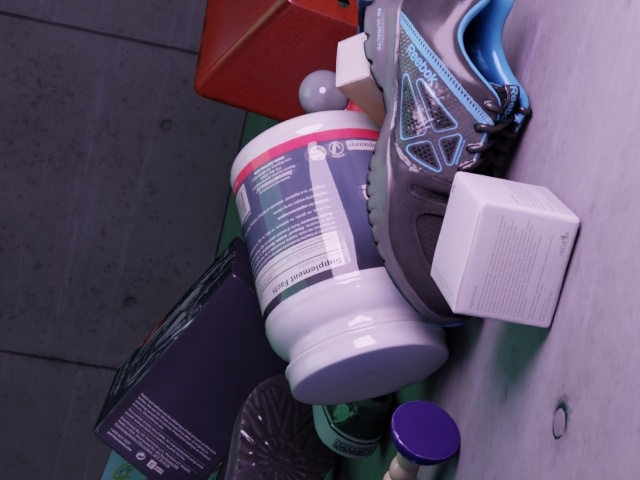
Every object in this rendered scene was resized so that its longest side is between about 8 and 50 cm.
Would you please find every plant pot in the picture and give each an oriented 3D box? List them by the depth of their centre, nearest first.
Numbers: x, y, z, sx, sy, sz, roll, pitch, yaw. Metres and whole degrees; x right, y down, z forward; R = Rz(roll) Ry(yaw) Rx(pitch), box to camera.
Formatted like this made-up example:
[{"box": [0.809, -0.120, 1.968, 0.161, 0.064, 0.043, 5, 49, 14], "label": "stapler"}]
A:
[{"box": [-0.012, -0.347, 1.948, 0.236, 0.267, 0.267, 139, 142, -56], "label": "plant pot"}]

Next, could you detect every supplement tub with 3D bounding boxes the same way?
[{"box": [0.020, 0.018, 1.369, 0.191, 0.191, 0.272, 118, 141, -60], "label": "supplement tub"}]

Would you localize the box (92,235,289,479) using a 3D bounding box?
[{"box": [-0.167, 0.186, 1.982, 0.312, 0.179, 0.343, -48, 9, 4], "label": "box"}]

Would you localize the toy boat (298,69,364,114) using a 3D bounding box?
[{"box": [0.008, -0.079, 1.675, 0.267, 0.148, 0.318, -30, 33, 40], "label": "toy boat"}]

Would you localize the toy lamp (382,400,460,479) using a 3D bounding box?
[{"box": [0.067, 0.275, 1.334, 0.080, 0.080, 0.274, -90, 17, -45], "label": "toy lamp"}]

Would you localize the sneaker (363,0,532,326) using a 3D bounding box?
[{"box": [0.125, -0.088, 1.223, 0.140, 0.125, 0.341, -7, 89, 38], "label": "sneaker"}]

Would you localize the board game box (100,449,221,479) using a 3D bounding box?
[{"box": [-0.231, 0.407, 2.137, 0.086, 0.308, 0.302, 60, -163, -20], "label": "board game box"}]

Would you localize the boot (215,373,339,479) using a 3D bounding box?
[{"box": [-0.159, 0.430, 1.766, 0.445, 0.146, 0.367, -55, 5, 33], "label": "boot"}]

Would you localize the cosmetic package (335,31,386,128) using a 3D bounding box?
[{"box": [0.064, -0.156, 1.313, 0.041, 0.115, 0.060, -17, 53, 32], "label": "cosmetic package"}]

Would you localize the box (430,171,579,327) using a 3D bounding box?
[{"box": [0.153, 0.006, 1.088, 0.101, 0.087, 0.102, -110, 32, -71], "label": "box"}]

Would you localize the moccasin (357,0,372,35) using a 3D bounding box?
[{"box": [0.111, -0.306, 1.571, 0.342, 0.138, 0.117, 88, -157, -76], "label": "moccasin"}]

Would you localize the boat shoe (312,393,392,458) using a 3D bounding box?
[{"box": [0.025, 0.131, 1.611, 0.306, 0.113, 0.105, -100, 29, -57], "label": "boat shoe"}]
